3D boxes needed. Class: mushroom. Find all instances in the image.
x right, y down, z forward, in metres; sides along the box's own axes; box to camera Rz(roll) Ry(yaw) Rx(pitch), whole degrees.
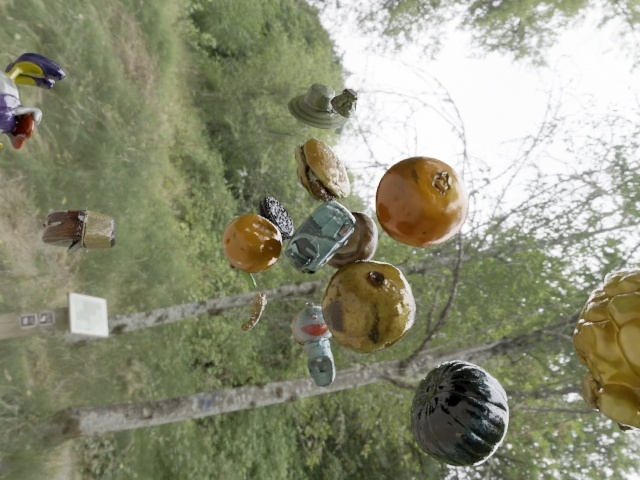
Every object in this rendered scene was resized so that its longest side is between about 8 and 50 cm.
[{"bbox_3d":[0.116,0.003,1.806,0.253,0.153,0.253,-14,-117,30],"label":"mushroom"}]

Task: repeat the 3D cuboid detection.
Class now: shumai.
[{"bbox_3d":[0.096,-0.509,1.640,0.087,0.099,0.123,-58,-148,36],"label":"shumai"}]

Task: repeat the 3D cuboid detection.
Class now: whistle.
[{"bbox_3d":[-0.014,0.402,1.804,0.189,0.189,0.347,122,-40,-57],"label":"whistle"}]

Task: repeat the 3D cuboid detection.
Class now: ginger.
[{"bbox_3d":[-0.269,0.298,1.867,0.051,0.069,0.173,18,-97,31],"label":"ginger"}]

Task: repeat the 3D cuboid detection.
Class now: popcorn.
[{"bbox_3d":[0.707,0.221,0.911,0.344,0.390,0.353,-3,-76,34],"label":"popcorn"}]

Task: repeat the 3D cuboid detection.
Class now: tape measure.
[{"bbox_3d":[0.000,0.000,1.523,0.147,0.275,0.256,42,-13,5],"label":"tape measure"}]

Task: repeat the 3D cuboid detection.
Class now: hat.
[{"bbox_3d":[0.002,-0.546,1.747,0.110,0.252,0.252,109,-31,-45],"label":"hat"}]

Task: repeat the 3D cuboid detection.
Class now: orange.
[{"bbox_3d":[0.328,-0.125,1.483,0.312,0.312,0.311,176,-90,-69],"label":"orange"}]

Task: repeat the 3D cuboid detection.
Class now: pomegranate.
[{"bbox_3d":[0.136,0.191,1.334,0.281,0.281,0.281,176,-90,-69],"label":"pomegranate"}]

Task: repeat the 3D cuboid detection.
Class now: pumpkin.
[{"bbox_3d":[0.487,0.609,1.612,0.363,0.266,0.363,-54,-169,15],"label":"pumpkin"}]

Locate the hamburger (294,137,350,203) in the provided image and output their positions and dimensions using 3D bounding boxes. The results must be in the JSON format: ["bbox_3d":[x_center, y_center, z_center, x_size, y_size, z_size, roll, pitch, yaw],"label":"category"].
[{"bbox_3d":[0.012,-0.280,1.853,0.145,0.259,0.283,-25,-125,25],"label":"hamburger"}]

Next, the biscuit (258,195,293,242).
[{"bbox_3d":[-0.169,-0.081,1.736,0.053,0.194,0.194,-30,-124,17],"label":"biscuit"}]

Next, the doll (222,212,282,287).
[{"bbox_3d":[-0.252,0.034,1.564,0.236,0.213,0.213,-51,-138,25],"label":"doll"}]

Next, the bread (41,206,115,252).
[{"bbox_3d":[-0.784,-0.025,1.477,0.224,0.212,0.142,154,-63,-64],"label":"bread"}]

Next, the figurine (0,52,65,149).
[{"bbox_3d":[-0.806,-0.314,1.108,0.154,0.193,0.420,-14,-122,39],"label":"figurine"}]

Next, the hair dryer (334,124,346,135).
[{"bbox_3d":[0.076,-0.588,2.160,0.044,0.183,0.154,28,-71,27],"label":"hair dryer"}]
